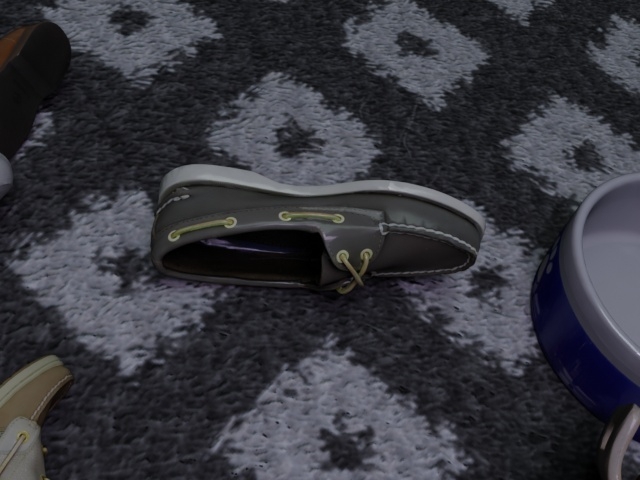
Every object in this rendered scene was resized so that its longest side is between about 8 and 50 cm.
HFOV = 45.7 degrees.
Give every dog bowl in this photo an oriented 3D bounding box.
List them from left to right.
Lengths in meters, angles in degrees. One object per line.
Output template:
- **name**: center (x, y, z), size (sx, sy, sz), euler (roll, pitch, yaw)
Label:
- **dog bowl**: center (0.345, 0.065, 0.730), size (0.265, 0.104, 0.265), euler (7, 53, -9)

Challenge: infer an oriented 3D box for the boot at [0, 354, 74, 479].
- **boot**: center (-0.185, 0.187, 0.517), size (0.165, 0.077, 0.213), euler (31, 34, -3)

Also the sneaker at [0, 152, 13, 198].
- **sneaker**: center (-0.330, 0.045, 0.590), size (0.152, 0.114, 0.305), euler (46, 43, -15)

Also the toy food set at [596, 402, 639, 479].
- **toy food set**: center (0.317, 0.234, 0.514), size (0.092, 0.220, 0.306), euler (-45, 69, 4)

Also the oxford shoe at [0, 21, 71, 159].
- **oxford shoe**: center (-0.328, -0.132, 0.743), size (0.076, 0.076, 0.212), euler (3, 49, 26)

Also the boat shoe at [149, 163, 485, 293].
- **boat shoe**: center (0.000, 0.003, 0.690), size (0.305, 0.109, 0.091), euler (6, 53, -2)
